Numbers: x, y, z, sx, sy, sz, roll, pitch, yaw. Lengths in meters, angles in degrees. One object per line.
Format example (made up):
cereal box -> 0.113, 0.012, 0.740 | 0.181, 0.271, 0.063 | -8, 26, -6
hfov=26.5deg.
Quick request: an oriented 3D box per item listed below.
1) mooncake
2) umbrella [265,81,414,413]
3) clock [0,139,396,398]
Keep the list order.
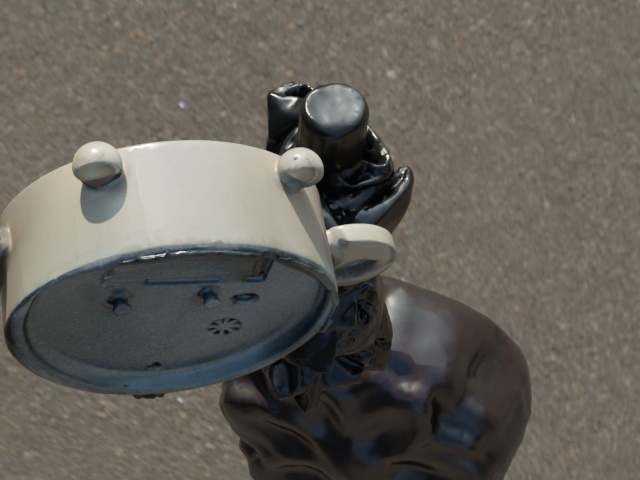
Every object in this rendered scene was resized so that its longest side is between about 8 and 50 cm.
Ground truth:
mooncake -> 0.043, 0.153, 1.216 | 0.283, 0.283, 0.141 | 8, 49, 15
umbrella -> 0.000, 0.000, 0.864 | 0.110, 0.272, 0.122 | 7, 55, 5
clock -> -0.069, 0.017, 0.621 | 0.229, 0.155, 0.063 | 0, 63, -24
